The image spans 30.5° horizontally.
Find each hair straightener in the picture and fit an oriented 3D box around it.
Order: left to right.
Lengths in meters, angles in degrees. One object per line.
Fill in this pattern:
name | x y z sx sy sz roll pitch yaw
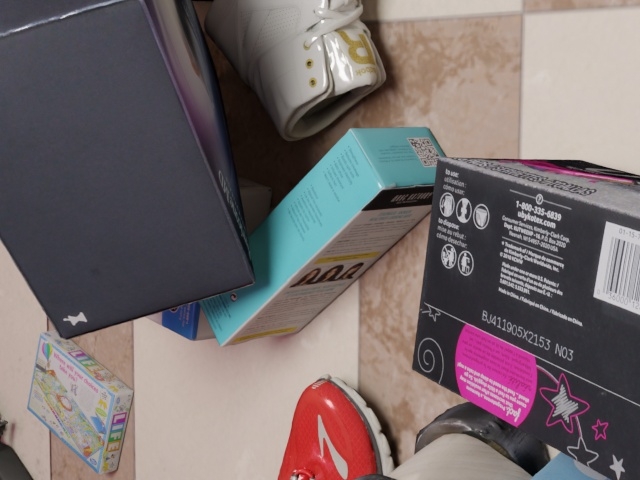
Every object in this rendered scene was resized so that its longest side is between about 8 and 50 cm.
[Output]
hair straightener | -0.405 0.241 1.468 0.089 0.047 0.230 -55 54 33

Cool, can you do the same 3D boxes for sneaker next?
sneaker | -0.017 0.256 1.033 0.107 0.118 0.279 23 110 40
sneaker | 0.019 -0.210 0.966 0.169 0.108 0.292 58 139 21

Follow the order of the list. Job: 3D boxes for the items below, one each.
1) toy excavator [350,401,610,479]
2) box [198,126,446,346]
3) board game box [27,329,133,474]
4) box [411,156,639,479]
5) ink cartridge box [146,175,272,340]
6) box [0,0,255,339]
toy excavator | 0.213 0.275 0.785 0.445 0.222 0.433 31 116 23
box | 0.000 0.000 1.002 0.244 0.100 0.060 -44 65 37
board game box | -0.277 0.183 1.342 0.154 0.026 0.103 31 115 38
box | 0.192 0.041 0.757 0.247 0.142 0.163 24 111 56
ink cartridge box | -0.153 -0.004 1.160 0.203 0.086 0.148 20 108 40
box | -0.185 -0.134 0.956 0.296 0.182 0.294 72 -176 -45
